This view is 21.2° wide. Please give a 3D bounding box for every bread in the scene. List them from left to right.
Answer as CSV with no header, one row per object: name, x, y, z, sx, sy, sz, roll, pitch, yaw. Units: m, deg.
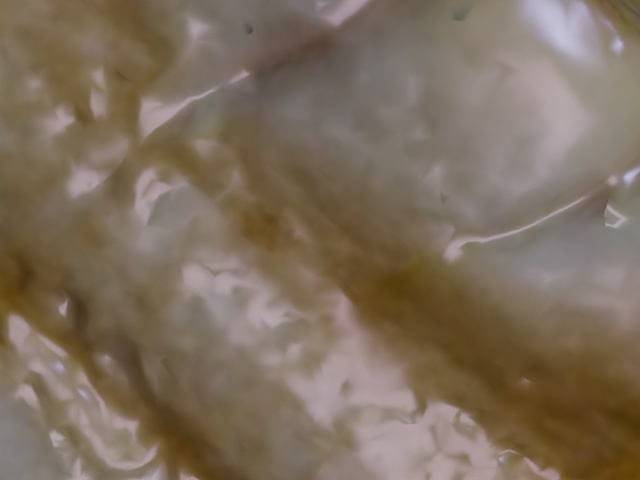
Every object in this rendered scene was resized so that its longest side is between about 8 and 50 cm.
bread,0.000,0.000,0.523,0.341,0.210,0.300,39,115,-4
